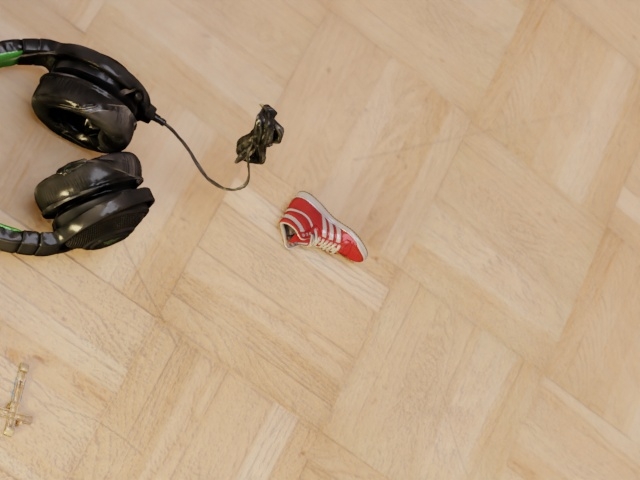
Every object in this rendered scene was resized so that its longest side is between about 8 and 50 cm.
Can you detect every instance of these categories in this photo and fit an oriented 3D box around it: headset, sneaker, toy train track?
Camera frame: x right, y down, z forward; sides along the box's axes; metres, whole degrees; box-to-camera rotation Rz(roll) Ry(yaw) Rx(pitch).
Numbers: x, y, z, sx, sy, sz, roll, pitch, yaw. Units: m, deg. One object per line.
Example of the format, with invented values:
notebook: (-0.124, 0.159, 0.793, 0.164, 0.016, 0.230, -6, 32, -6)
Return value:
headset: (-0.248, -0.111, 2.012, 0.394, 0.185, 0.243, 2, 76, -18)
sneaker: (0.000, 0.000, 2.211, 0.118, 0.042, 0.067, 41, 56, -6)
toy train track: (-0.335, 0.175, 1.981, 0.048, 0.014, 0.083, 20, 67, -25)
